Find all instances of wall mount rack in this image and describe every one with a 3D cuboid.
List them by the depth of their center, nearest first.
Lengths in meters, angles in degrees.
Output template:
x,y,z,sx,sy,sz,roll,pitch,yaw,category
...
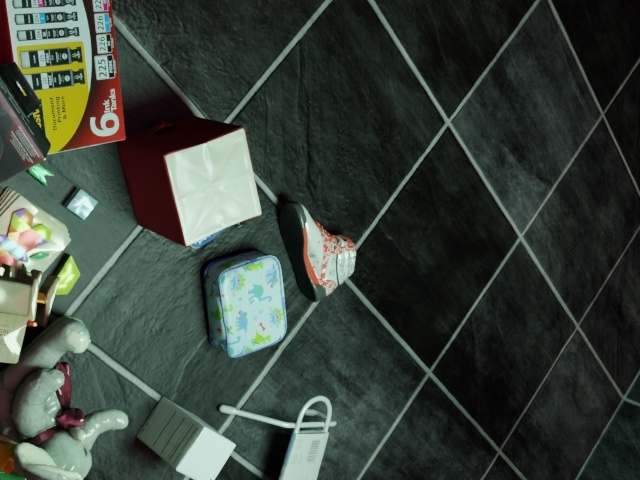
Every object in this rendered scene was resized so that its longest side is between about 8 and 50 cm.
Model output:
x,y,z,sx,sy,sz,roll,pitch,yaw,category
-0.115,0.515,1.956,0.304,0.130,0.350,12,94,-44,wall mount rack

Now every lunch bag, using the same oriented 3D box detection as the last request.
x,y,z,sx,sy,sz,roll,pitch,yaw,category
-0.163,0.138,1.826,0.176,0.090,0.219,-19,114,-33,lunch bag

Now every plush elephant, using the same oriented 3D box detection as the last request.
x,y,z,sx,sy,sz,roll,pitch,yaw,category
-0.471,0.319,1.458,0.330,0.272,0.255,-45,101,-22,plush elephant

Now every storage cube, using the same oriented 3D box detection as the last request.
x,y,z,sx,sy,sz,roll,pitch,yaw,category
-0.255,-0.123,1.610,0.184,0.193,0.215,-25,118,-32,storage cube

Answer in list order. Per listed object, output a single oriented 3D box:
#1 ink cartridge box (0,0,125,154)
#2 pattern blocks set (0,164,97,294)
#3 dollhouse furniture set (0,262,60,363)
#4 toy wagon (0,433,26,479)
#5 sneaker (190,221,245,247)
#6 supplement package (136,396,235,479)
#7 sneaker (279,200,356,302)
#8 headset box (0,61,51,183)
x,y,z,sx,sy,sz,roll,pitch,yaw,category
-0.486,-0.303,1.380,0.272,0.130,0.309,-22,116,-46,ink cartridge box
-0.563,0.015,1.505,0.285,0.026,0.324,31,82,-41,pattern blocks set
-0.562,0.103,1.343,0.262,0.259,0.135,15,86,-41,dollhouse furniture set
-0.587,0.487,1.590,0.344,0.068,0.267,33,81,-40,toy wagon
-0.211,-0.039,1.740,0.152,0.085,0.058,-47,127,-19,sneaker
-0.285,0.424,1.746,0.105,0.179,0.105,43,74,-39,supplement package
-0.001,0.000,1.924,0.145,0.090,0.270,-33,124,-29,sneaker
-0.570,-0.171,1.244,0.293,0.110,0.218,-28,114,-3,headset box
